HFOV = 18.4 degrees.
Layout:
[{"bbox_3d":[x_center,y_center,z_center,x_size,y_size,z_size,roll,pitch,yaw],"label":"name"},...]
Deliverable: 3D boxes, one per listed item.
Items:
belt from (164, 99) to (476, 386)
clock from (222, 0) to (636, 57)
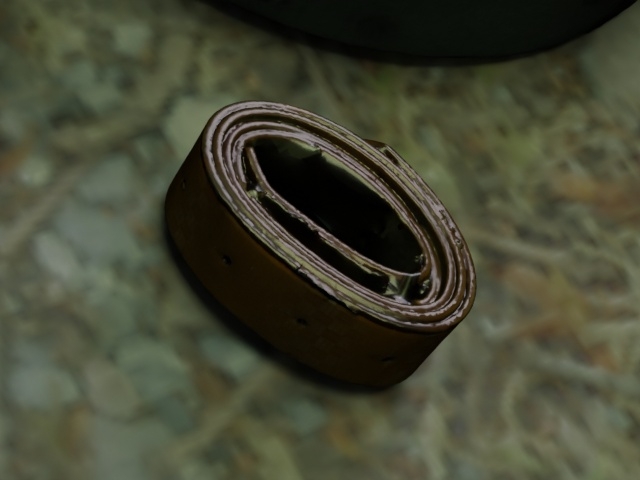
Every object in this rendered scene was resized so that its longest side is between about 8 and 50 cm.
[{"bbox_3d":[0.000,0.000,0.521,0.083,0.036,0.059,38,46,1],"label":"belt"},{"bbox_3d":[0.016,-0.179,0.628,0.281,0.055,0.280,12,56,-18],"label":"clock"}]
